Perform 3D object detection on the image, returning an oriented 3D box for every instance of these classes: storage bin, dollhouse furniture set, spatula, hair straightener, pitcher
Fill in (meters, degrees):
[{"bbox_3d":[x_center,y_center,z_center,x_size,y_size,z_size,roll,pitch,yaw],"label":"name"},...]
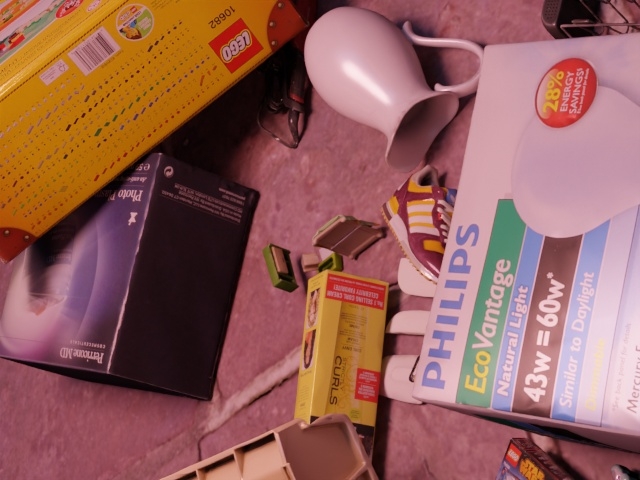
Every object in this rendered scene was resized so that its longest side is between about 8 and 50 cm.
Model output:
[{"bbox_3d":[-0.050,0.343,1.422,0.262,0.123,0.260,-29,83,36],"label":"storage bin"},{"bbox_3d":[0.000,0.000,1.628,0.151,0.076,0.059,-39,50,30],"label":"dollhouse furniture set"},{"bbox_3d":[0.160,0.102,1.466,0.242,0.019,0.168,2,70,46],"label":"spatula"},{"bbox_3d":[-0.047,-0.230,1.805,0.089,0.047,0.230,-16,67,42],"label":"hair straightener"},{"bbox_3d":[0.090,-0.207,1.604,0.178,0.125,0.207,-40,56,0],"label":"pitcher"}]

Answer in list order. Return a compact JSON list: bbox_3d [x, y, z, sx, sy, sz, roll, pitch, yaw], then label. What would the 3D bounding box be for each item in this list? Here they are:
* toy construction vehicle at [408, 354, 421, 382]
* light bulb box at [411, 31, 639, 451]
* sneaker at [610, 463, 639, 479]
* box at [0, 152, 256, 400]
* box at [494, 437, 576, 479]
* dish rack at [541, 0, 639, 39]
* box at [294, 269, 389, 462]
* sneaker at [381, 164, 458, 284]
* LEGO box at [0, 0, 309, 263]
[{"bbox_3d":[0.147,0.119,1.436,0.086,0.035,0.098,8,72,58],"label":"toy construction vehicle"},{"bbox_3d":[0.312,0.013,1.187,0.361,0.225,0.358,2,76,46],"label":"light bulb box"},{"bbox_3d":[0.287,0.263,1.248,0.069,0.038,0.098,-50,44,18],"label":"sneaker"},{"bbox_3d":[-0.272,0.046,1.815,0.296,0.182,0.294,1,76,47],"label":"box"},{"bbox_3d":[0.219,0.268,1.302,0.137,0.027,0.094,43,122,51],"label":"box"},{"bbox_3d":[0.360,-0.300,1.385,0.271,0.074,0.208,7,81,46],"label":"dish rack"},{"bbox_3d":[0.022,0.156,1.524,0.058,0.087,0.232,147,133,-63],"label":"box"},{"bbox_3d":[0.133,-0.015,1.494,0.084,0.069,0.185,-50,41,16],"label":"sneaker"},{"bbox_3d":[-0.312,-0.257,1.795,0.500,0.193,0.372,-38,32,1],"label":"LEGO box"}]
